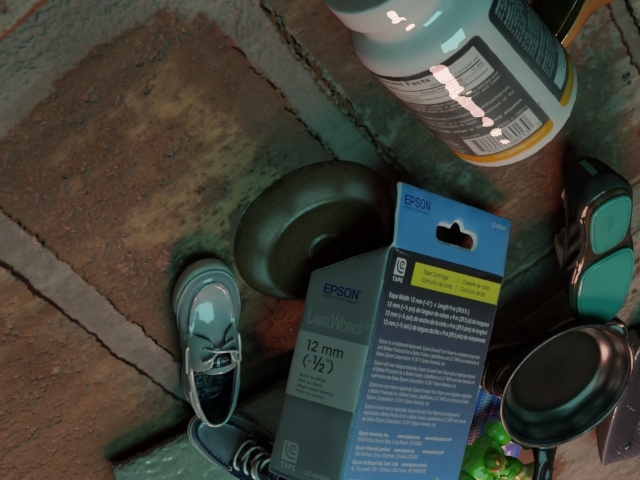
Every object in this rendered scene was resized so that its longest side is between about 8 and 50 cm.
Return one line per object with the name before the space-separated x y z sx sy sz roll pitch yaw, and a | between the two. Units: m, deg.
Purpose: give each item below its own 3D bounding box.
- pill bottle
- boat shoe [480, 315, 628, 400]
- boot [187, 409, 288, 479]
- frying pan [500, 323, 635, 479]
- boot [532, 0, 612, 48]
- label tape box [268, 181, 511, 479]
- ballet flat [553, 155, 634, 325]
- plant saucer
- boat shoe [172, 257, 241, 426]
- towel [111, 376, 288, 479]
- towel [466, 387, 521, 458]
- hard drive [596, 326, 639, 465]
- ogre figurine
pill bottle | 0.129 -0.203 1.326 0.162 0.162 0.278 -42 135 10
boat shoe | 0.322 0.161 1.800 0.233 0.079 0.084 -16 106 -19
boot | -0.072 0.260 1.582 0.190 0.086 0.069 27 85 -1
frying pan | 0.329 0.233 1.769 0.197 0.053 0.326 -23 129 -10
boot | 0.323 -0.276 1.437 0.152 0.073 0.197 2 129 -35
label tape box | 0.088 0.118 1.558 0.249 0.115 0.347 14 86 -52
ballet flat | 0.339 -0.005 1.656 0.095 0.096 0.280 -22 143 -11
plant saucer | 0.000 0.000 1.522 0.199 0.036 0.198 -15 133 -17
boat shoe | -0.120 0.123 1.528 0.079 0.081 0.227 -13 133 -19
towel | -0.098 0.299 1.646 0.282 0.187 0.049 -25 178 -6
towel | 0.143 0.295 1.857 0.336 0.040 0.243 -8 130 -23
hard drive | 0.497 0.217 1.975 0.172 0.054 0.254 -12 132 -20
ogre figurine | 0.238 0.324 1.842 0.197 0.097 0.118 -44 122 -1
